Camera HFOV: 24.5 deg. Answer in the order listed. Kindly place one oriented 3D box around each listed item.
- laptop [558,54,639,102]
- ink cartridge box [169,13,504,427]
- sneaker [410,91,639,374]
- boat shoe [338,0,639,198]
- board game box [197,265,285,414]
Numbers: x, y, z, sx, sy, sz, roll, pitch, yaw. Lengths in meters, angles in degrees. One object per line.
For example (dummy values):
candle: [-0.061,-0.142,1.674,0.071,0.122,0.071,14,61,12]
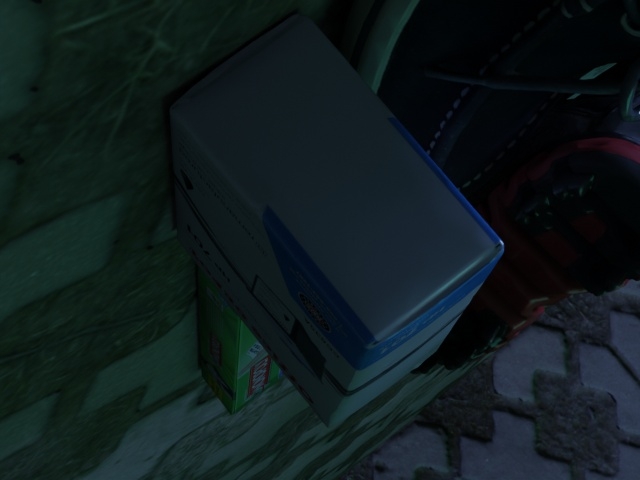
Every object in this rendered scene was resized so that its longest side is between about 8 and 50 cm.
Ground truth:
laptop: [0.237,-0.183,0.947,0.264,0.136,0.234,-9,172,-14]
ink cartridge box: [0.000,0.000,0.708,0.082,0.139,0.190,-37,169,-16]
sneaker: [0.111,-0.008,0.886,0.276,0.097,0.135,-31,-160,45]
boat shoe: [0.156,-0.138,0.627,0.187,0.156,0.500,-31,168,-40]
board game box: [0.011,0.015,1.042,0.213,0.046,0.317,-35,168,-14]
